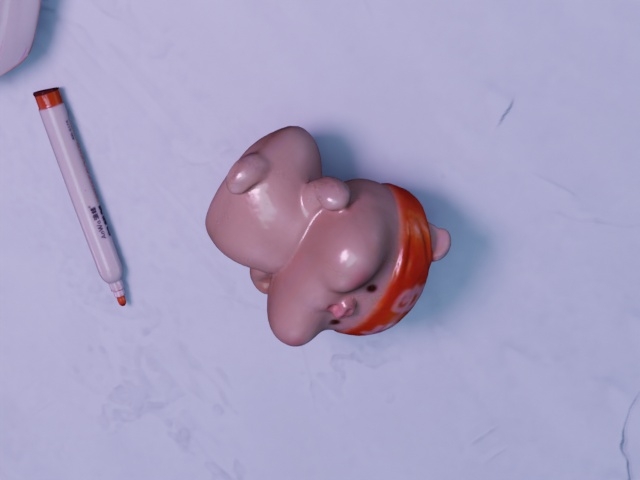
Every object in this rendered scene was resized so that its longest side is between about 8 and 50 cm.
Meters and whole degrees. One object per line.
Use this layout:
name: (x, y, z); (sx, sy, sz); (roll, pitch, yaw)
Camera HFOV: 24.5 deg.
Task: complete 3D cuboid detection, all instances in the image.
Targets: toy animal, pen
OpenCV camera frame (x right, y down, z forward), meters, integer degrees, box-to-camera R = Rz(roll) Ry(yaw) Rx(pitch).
toy animal: (0.000, 0.000, 1.285); (0.198, 0.171, 0.171); (36, 109, -1)
pen: (-0.218, -0.038, 1.366); (0.026, 0.026, 0.218); (-14, 106, 12)

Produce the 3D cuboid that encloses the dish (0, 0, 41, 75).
dish: (-0.358, -0.227, 1.302); (0.234, 0.064, 0.154); (18, 110, 3)
